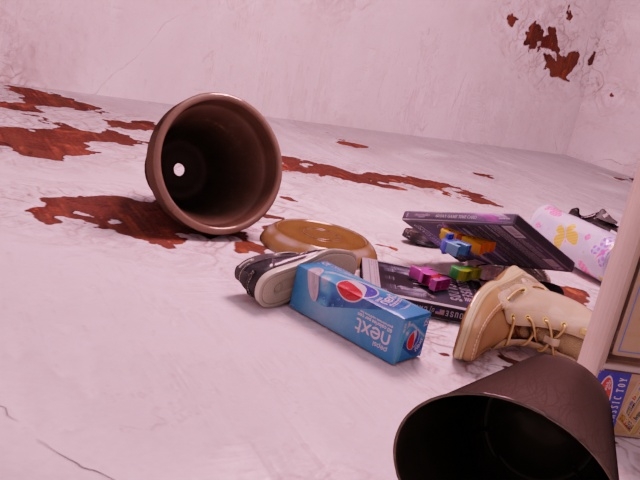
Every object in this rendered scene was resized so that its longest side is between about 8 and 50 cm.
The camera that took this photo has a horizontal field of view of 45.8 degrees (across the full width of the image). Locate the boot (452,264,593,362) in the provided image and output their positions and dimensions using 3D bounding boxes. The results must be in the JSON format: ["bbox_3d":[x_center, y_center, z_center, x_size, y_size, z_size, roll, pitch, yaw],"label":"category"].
[{"bbox_3d":[0.327,0.141,1.129,0.203,0.095,0.262,28,29,24],"label":"boot"}]

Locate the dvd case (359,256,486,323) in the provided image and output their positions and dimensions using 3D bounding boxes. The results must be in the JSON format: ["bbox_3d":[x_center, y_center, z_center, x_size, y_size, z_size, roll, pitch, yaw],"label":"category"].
[{"bbox_3d":[0.186,0.090,1.313,0.238,0.030,0.179,11,16,-1],"label":"dvd case"}]

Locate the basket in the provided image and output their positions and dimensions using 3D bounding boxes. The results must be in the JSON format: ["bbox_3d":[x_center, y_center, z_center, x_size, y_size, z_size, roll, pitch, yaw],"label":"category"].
[{"bbox_3d":[0.206,0.199,0.748,0.204,0.154,0.227,21,15,24],"label":"basket"}]

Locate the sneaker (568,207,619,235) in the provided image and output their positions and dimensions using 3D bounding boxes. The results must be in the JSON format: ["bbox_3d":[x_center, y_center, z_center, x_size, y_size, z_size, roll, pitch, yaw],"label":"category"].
[{"bbox_3d":[0.737,-0.024,1.952,0.234,0.106,0.078,18,18,21],"label":"sneaker"}]

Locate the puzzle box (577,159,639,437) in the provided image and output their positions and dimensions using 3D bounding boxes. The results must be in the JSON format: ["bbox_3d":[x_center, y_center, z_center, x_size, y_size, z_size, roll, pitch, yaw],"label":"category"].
[{"bbox_3d":[0.485,0.061,0.937,0.271,0.409,0.052,8,16,-8],"label":"puzzle box"}]

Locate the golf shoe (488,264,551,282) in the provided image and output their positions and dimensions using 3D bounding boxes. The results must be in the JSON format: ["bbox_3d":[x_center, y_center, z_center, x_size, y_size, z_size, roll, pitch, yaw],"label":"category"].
[{"bbox_3d":[0.409,0.056,1.528,0.086,0.069,0.176,8,16,-34],"label":"golf shoe"}]

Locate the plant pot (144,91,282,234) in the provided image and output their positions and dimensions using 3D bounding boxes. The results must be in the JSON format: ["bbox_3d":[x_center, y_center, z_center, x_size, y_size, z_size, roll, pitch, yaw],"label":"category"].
[{"bbox_3d":[-0.242,-0.144,1.485,0.262,0.263,0.229,1,2,-33],"label":"plant pot"}]

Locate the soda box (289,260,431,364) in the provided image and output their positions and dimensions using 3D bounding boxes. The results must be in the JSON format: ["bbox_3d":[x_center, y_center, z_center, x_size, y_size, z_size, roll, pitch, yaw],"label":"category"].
[{"bbox_3d":[0.053,0.100,1.105,0.210,0.071,0.067,25,20,38],"label":"soda box"}]

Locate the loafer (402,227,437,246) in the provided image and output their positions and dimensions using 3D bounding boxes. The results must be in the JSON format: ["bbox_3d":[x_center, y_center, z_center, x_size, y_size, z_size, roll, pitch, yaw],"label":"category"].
[{"bbox_3d":[0.261,-0.020,1.681,0.170,0.061,0.062,4,19,-23],"label":"loafer"}]

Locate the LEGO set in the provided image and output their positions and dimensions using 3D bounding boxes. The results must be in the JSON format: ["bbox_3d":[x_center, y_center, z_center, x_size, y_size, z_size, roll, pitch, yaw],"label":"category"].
[{"bbox_3d":[0.239,0.023,1.367,0.093,0.087,0.227,25,19,37],"label":"LEGO set"}]

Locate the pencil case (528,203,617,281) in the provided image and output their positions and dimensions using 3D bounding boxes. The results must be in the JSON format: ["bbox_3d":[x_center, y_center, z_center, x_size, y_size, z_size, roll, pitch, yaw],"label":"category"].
[{"bbox_3d":[0.594,0.010,1.727,0.124,0.114,0.273,25,7,-32],"label":"pencil case"}]

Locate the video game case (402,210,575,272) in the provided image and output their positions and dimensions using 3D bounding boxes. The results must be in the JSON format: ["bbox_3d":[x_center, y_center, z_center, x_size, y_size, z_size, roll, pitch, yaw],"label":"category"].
[{"bbox_3d":[0.312,0.000,1.436,0.196,0.026,0.274,33,-16,-34],"label":"video game case"}]

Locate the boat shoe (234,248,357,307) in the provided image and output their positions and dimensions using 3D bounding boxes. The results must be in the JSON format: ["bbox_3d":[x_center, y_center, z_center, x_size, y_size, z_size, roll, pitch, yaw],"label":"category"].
[{"bbox_3d":[-0.031,0.046,1.211,0.233,0.084,0.079,-9,26,-44],"label":"boat shoe"}]

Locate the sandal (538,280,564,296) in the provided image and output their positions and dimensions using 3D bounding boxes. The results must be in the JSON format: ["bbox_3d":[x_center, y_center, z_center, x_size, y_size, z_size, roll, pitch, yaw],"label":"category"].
[{"bbox_3d":[0.394,0.126,1.339,0.067,0.040,0.179,9,30,12],"label":"sandal"}]

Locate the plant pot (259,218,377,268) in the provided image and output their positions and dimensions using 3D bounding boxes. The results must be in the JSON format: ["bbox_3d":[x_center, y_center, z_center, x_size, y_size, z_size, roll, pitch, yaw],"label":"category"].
[{"bbox_3d":[0.000,0.000,1.484,0.236,0.033,0.236,12,16,-3],"label":"plant pot"}]
